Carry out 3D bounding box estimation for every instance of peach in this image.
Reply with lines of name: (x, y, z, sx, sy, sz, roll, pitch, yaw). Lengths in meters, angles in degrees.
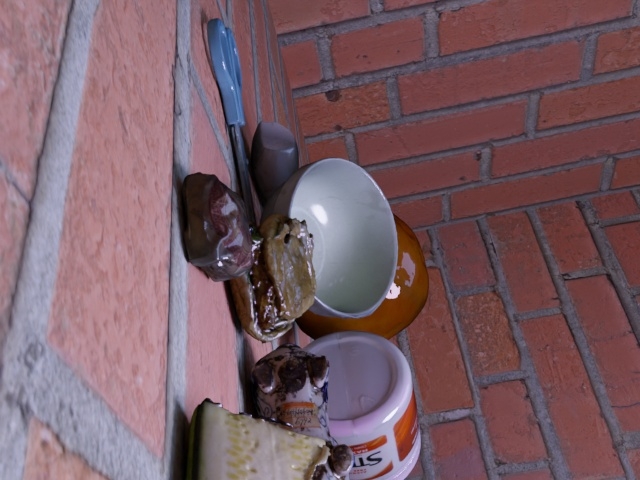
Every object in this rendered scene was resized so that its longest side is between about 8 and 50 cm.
peach: (0.077, 0.087, 1.647, 0.301, 0.342, 0.343, 45, 34, -67)

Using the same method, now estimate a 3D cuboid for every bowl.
bowl: (0.000, 0.000, 1.392, 0.307, 0.163, 0.307, 8, 79, -45)

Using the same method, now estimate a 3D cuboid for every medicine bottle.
medicine bottle: (0.068, 0.344, 1.440, 0.252, 0.252, 0.241, -96, 173, -48)

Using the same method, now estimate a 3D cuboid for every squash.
squash: (-0.068, 0.301, 0.703, 0.169, 0.093, 0.252, 24, 36, -27)

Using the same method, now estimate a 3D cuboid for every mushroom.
mushroom: (-0.099, -0.138, 1.592, 0.270, 0.103, 0.118, 91, -2, -57)

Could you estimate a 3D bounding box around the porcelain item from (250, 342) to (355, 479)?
porcelain item: (-0.042, 0.298, 1.067, 0.186, 0.138, 0.288, 100, -18, -48)

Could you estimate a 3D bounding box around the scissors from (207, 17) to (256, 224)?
scissors: (-0.155, -0.188, 1.363, 0.192, 0.029, 0.447, -25, 107, -86)

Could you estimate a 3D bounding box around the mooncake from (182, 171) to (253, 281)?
mooncake: (-0.132, -0.018, 0.933, 0.125, 0.073, 0.130, 60, 18, -72)

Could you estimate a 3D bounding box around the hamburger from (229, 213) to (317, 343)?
hamburger: (-0.089, 0.057, 1.143, 0.206, 0.130, 0.183, -31, 109, -66)
